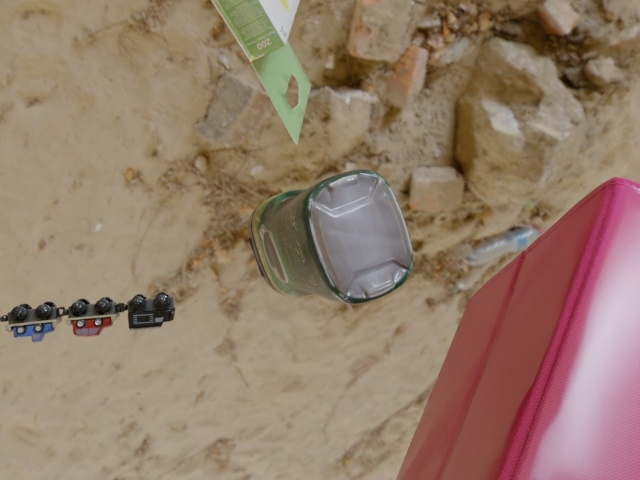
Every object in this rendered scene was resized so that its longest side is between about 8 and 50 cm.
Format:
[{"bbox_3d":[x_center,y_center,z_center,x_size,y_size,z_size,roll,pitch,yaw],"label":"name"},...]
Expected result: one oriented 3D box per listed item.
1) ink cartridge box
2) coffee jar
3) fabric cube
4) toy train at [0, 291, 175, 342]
[{"bbox_3d":[-0.053,-0.256,0.926,0.056,0.171,0.235,-21,121,21],"label":"ink cartridge box"},{"bbox_3d":[0.000,0.000,0.639,0.079,0.184,0.096,-21,96,-20],"label":"coffee jar"},{"bbox_3d":[0.217,0.162,0.559,0.258,0.254,0.259,-59,179,-29],"label":"fabric cube"},{"bbox_3d":[-0.214,0.072,0.723,0.158,0.027,0.036,-4,93,-7],"label":"toy train"}]
